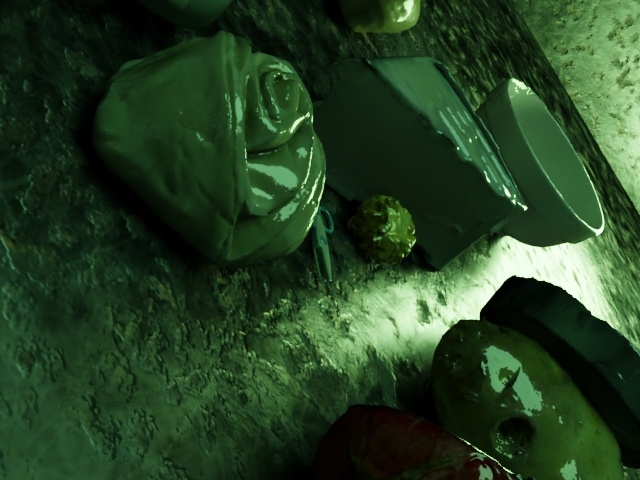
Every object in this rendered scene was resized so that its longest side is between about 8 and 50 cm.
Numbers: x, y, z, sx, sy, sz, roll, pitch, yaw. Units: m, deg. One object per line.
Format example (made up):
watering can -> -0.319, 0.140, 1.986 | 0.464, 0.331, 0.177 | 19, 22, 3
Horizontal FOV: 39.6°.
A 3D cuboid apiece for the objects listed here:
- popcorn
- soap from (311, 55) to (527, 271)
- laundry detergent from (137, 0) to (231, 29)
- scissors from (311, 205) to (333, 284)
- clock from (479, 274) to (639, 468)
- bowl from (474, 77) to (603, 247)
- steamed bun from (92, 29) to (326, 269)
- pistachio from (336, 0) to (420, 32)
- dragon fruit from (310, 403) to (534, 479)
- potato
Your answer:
popcorn -> 0.073, -0.011, 1.032 | 0.082, 0.057, 0.083 | 58, 38, -11
soap -> 0.101, -0.078, 1.050 | 0.258, 0.159, 0.302 | 63, 29, 2
laundry detergent -> -0.209, -0.324, 0.823 | 0.280, 0.105, 0.215 | 16, 52, -55
scissors -> 0.000, 0.000, 0.948 | 0.058, 0.014, 0.119 | 34, 33, -38
clock -> 0.308, 0.161, 1.087 | 0.280, 0.055, 0.280 | 45, -13, 14
bowl -> 0.326, -0.108, 1.454 | 0.287, 0.143, 0.287 | 39, 34, -34
steamed bun -> -0.070, -0.093, 0.784 | 0.218, 0.144, 0.211 | 52, 28, -15
pistachio -> 0.089, -0.369, 1.360 | 0.185, 0.124, 0.124 | 13, 52, -62
dragon fruit -> 0.063, 0.244, 0.662 | 0.223, 0.218, 0.148 | 28, 57, 24
potato -> 0.222, 0.211, 0.976 | 0.296, 0.141, 0.191 | 54, 43, -13
